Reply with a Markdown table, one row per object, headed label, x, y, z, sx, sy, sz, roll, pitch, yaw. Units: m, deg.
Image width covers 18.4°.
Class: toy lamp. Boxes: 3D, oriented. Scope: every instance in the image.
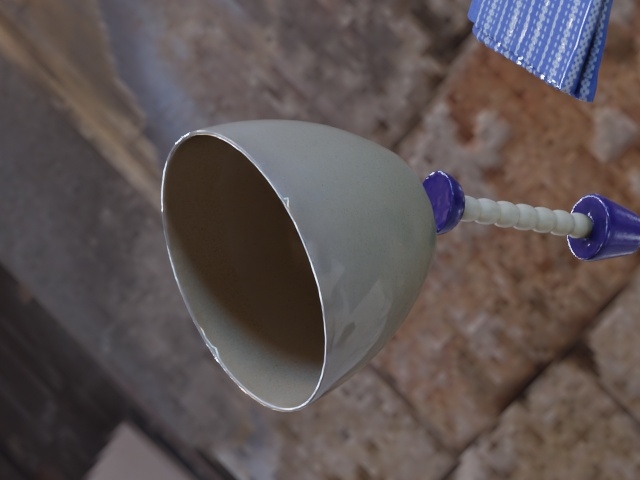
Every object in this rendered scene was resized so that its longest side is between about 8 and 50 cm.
| label | x | y | z | sx | sy | sz | roll | pitch | yaw |
| --- | --- | --- | --- | --- | --- | --- | --- | --- | --- |
| toy lamp | 0.237 | -0.025 | 2.174 | 0.275 | 0.080 | 0.080 | 10 | -44 | -30 |

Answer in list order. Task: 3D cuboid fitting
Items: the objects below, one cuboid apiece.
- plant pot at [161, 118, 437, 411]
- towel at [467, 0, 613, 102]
| label | x | y | z | sx | sy | sz | roll | pitch | yaw |
| --- | --- | --- | --- | --- | --- | --- | --- | --- | --- |
| plant pot | 0.000 | 0.000 | 1.920 | 0.191 | 0.284 | 0.284 | -22 | -19 | -28 |
| towel | 0.204 | -0.255 | 1.613 | 0.336 | 0.040 | 0.243 | -120 | 45 | -72 |
